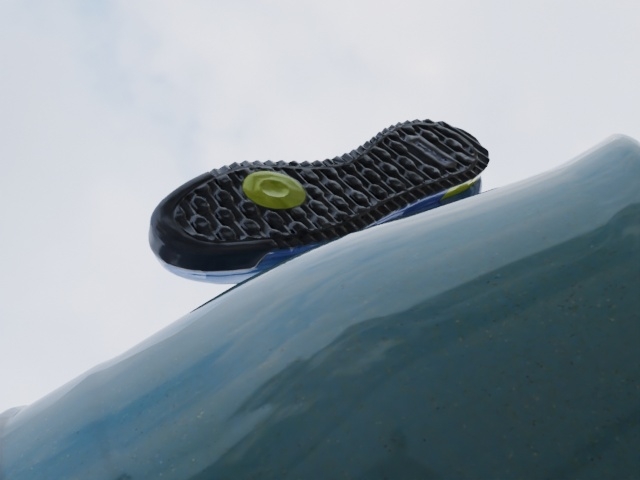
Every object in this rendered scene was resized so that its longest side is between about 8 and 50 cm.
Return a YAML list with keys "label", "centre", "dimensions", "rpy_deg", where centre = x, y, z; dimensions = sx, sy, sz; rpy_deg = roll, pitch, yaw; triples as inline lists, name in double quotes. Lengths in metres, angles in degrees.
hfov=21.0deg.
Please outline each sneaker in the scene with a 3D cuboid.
- label: "sneaker"
  centre: [0.000, 0.000, 0.863]
  dimensions: [0.209, 0.069, 0.082]
  rpy_deg: [-17, -42, -41]

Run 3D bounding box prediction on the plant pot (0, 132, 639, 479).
- label: "plant pot"
  centre: [0.058, 0.103, 0.624]
  dimensions: [0.255, 0.271, 0.271]
  rpy_deg: [-36, -66, 5]
